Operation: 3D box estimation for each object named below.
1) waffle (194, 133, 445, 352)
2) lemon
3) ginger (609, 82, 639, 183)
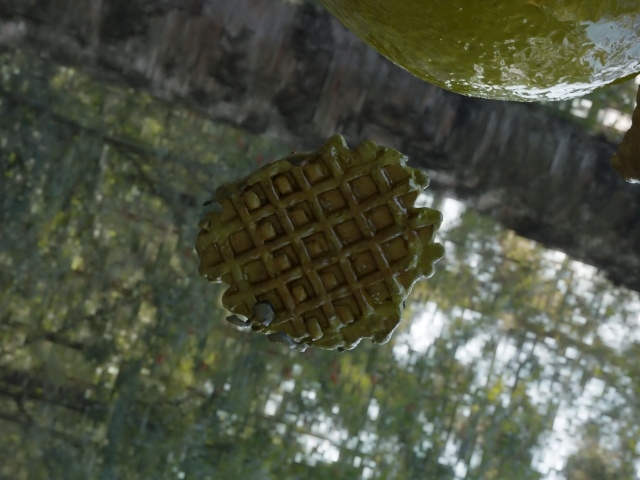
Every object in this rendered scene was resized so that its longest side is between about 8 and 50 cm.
[{"bbox_3d":[0.000,0.000,1.437,0.060,0.280,0.262,-49,161,-81],"label":"waffle"},{"bbox_3d":[0.168,-0.269,0.984,0.364,0.364,0.364,-163,-90,-83],"label":"lemon"},{"bbox_3d":[0.391,-0.073,1.184,0.102,0.216,0.157,-42,155,-71],"label":"ginger"}]
